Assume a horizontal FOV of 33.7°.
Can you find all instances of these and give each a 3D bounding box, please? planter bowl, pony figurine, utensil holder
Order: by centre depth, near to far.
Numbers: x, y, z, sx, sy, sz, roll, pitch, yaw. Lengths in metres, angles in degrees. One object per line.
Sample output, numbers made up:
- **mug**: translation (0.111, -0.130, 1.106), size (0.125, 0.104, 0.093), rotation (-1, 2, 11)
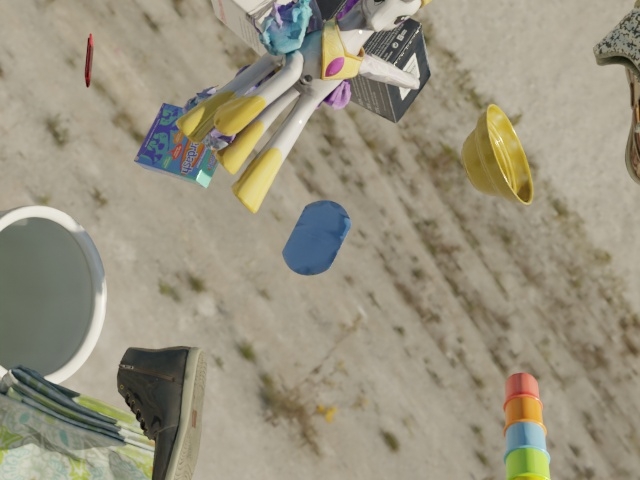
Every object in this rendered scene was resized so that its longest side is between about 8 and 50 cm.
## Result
- **pony figurine**: translation (-0.009, -0.230, 1.308), size (0.303, 0.363, 0.351), rotation (44, 4, -21)
- **utensil holder**: translation (-0.651, 0.102, 1.961), size (0.327, 0.385, 0.328), rotation (2, 88, -58)
- **planter bowl**: translation (0.345, -0.160, 2.137), size (0.217, 0.090, 0.217), rotation (42, 37, -44)

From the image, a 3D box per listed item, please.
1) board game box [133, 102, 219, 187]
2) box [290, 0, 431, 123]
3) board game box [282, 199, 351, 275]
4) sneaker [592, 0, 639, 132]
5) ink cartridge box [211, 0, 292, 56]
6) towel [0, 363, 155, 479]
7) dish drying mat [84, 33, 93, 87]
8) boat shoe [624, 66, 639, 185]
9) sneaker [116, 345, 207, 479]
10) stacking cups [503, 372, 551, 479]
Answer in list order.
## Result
- **board game box**: translation (-0.314, -0.222, 2.433), size (0.210, 0.160, 0.047), rotation (17, -12, 35)
- **box**: translation (0.054, -0.298, 1.650), size (0.207, 0.108, 0.153), rotation (31, -13, 21)
- **board game box**: translation (0.000, 0.000, 2.197), size (0.133, 0.169, 0.033), rotation (21, -9, 37)
- **sneaker**: translation (0.557, -0.188, 1.550), size (0.410, 0.182, 0.158), rotation (54, 5, 18)
- **ink cartridge box**: translation (-0.079, -0.423, 2.058), size (0.273, 0.115, 0.198), rotation (43, -7, 6)
- **towel**: translation (-0.395, 0.397, 1.639), size (0.320, 0.375, 0.090), rotation (23, 27, 0)
- **dish drying mat**: translation (-0.336, -0.262, 1.534), size (0.032, 0.008, 0.083), rotation (97, -10, -52)
- **boat shoe**: translation (0.568, -0.249, 1.743), size (0.116, 0.123, 0.325), rotation (-4, 93, -81)
- **sneaker**: translation (-0.232, 0.255, 1.474), size (0.083, 0.118, 0.222), rotation (71, 23, -61)
- **stacking cups**: translation (0.381, 0.381, 1.932), size (0.096, 0.096, 0.316), rotation (48, 31, -26)
